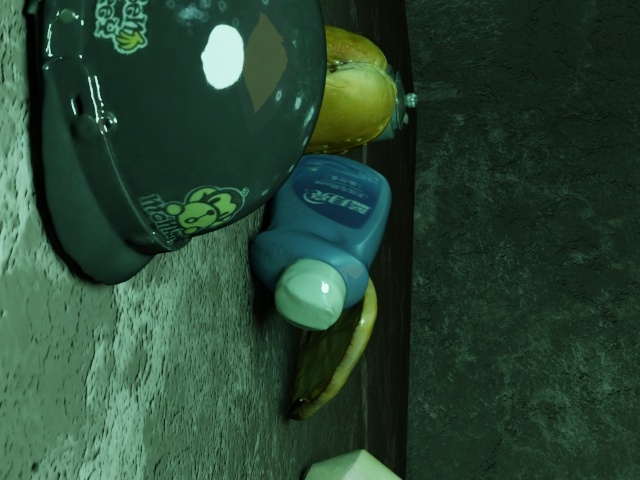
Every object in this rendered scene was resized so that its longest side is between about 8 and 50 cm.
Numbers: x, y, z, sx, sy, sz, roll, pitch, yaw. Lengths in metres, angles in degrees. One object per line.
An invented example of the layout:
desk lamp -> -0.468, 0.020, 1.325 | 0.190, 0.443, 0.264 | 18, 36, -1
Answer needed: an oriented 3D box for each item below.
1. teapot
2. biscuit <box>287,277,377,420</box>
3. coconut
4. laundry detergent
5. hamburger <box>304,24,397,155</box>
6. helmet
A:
teapot -> 0.094, -0.234, 1.687 | 0.239, 0.148, 0.163 | 52, 36, -73
biscuit -> 0.015, 0.121, 1.188 | 0.203, 0.041, 0.260 | -69, -170, -22
coconut -> 0.040, 0.352, 1.290 | 0.147, 0.152, 0.147 | -52, 169, -15
laundry detergent -> 0.000, 0.000, 1.109 | 0.290, 0.143, 0.094 | -74, -178, -61
hamburger -> 0.015, -0.180, 1.205 | 0.283, 0.156, 0.144 | 21, 68, -82
helmet -> -0.077, -0.111, 0.657 | 0.230, 0.160, 0.279 | 69, 21, -67
